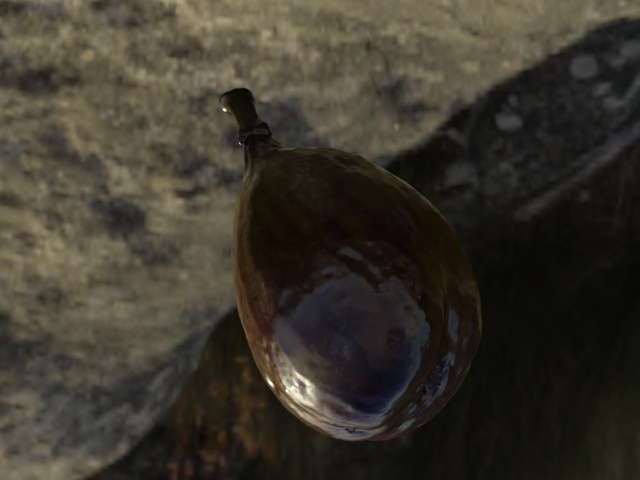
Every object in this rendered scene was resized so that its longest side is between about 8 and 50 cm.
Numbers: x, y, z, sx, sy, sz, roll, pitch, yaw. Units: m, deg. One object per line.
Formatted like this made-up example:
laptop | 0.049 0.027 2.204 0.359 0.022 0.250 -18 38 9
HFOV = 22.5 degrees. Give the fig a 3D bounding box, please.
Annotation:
fig | 0.002 -0.001 1.050 0.145 0.274 0.170 -40 153 20
